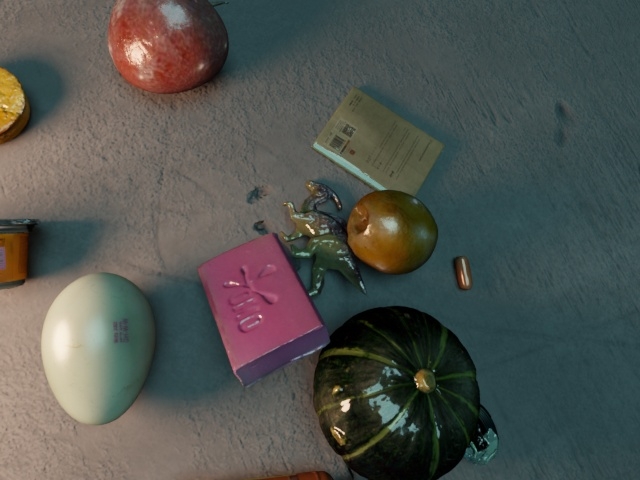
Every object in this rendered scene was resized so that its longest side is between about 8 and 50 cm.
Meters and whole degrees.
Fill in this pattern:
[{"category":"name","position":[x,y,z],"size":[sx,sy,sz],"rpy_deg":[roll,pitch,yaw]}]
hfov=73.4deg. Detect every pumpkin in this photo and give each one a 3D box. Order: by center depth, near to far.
[{"category":"pumpkin","position":[0.141,0.284,0.814],"size":[0.322,0.241,0.324],"rpy_deg":[9,53,-13]}]

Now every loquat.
[{"category":"loquat","position":[0.161,-0.015,0.934],"size":[0.227,0.179,0.180],"rpy_deg":[18,71,-39]}]

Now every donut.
[{"category":"donut","position":[-0.693,-0.266,0.868],"size":[0.190,0.075,0.174],"rpy_deg":[-42,87,-22]}]

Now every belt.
[{"category":"belt","position":[0.326,0.415,0.935],"size":[0.105,0.058,0.140],"rpy_deg":[-26,84,-13]}]

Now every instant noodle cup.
[{"category":"instant noodle cup","position":[-0.610,0.028,0.777],"size":[0.207,0.177,0.126],"rpy_deg":[-2,93,18]}]

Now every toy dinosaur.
[{"category":"toy dinosaur","position":[0.001,-0.004,0.953],"size":[0.161,0.077,0.295],"rpy_deg":[-15,80,-17]}]

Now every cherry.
[{"category":"cherry","position":[-0.317,-0.449,0.921],"size":[0.285,0.213,0.236],"rpy_deg":[-36,78,-8]}]

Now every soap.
[{"category":"soap","position":[-0.115,0.122,0.830],"size":[0.180,0.081,0.260],"rpy_deg":[-24,51,-9]}]

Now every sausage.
[{"category":"sausage","position":[0.344,0.077,1.032],"size":[0.034,0.034,0.084],"rpy_deg":[-6,79,-13]}]

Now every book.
[{"category":"book","position":[0.148,-0.233,1.068],"size":[0.282,0.025,0.215],"rpy_deg":[35,73,-2]}]

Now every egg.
[{"category":"egg","position":[-0.391,0.190,0.767],"size":[0.182,0.183,0.265],"rpy_deg":[-2,84,-13]}]

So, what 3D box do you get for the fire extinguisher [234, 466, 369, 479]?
[{"category":"fire extinguisher","position":[-0.082,0.526,0.812],"size":[0.375,0.113,0.201],"rpy_deg":[-1,119,-11]}]
